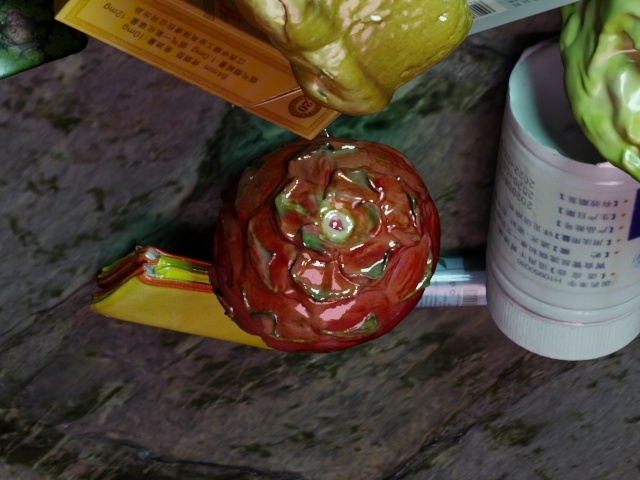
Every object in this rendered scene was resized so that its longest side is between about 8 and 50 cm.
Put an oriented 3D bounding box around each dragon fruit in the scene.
[{"bbox_3d":[0.003,0.004,1.689,0.241,0.241,0.252,15,139,-28],"label":"dragon fruit"}]

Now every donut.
[{"bbox_3d":[-0.010,-0.259,1.314,0.150,0.299,0.317,-31,130,11],"label":"donut"}]

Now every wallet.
[{"bbox_3d":[-0.115,0.060,1.835,0.241,0.067,0.141,15,157,-26],"label":"wallet"}]

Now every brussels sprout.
[{"bbox_3d":[0.371,-0.186,1.461,0.344,0.344,0.268,-2,172,-10],"label":"brussels sprout"}]

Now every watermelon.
[{"bbox_3d":[-0.372,-0.191,1.498,0.303,0.159,0.128,-14,102,2],"label":"watermelon"}]

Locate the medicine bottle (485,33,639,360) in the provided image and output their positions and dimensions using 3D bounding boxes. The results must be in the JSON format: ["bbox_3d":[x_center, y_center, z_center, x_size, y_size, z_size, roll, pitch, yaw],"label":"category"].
[{"bbox_3d":[0.272,-0.038,1.732,0.190,0.190,0.332,-6,141,-5],"label":"medicine bottle"}]

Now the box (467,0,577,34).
[{"bbox_3d":[0.184,-0.270,1.415,0.269,0.135,0.079,-13,157,35],"label":"box"}]

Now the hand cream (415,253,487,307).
[{"bbox_3d":[0.093,0.051,1.909,0.271,0.058,0.091,-4,152,-2],"label":"hand cream"}]

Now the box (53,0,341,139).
[{"bbox_3d":[-0.101,-0.215,1.446,0.274,0.174,0.076,23,131,-34],"label":"box"}]
